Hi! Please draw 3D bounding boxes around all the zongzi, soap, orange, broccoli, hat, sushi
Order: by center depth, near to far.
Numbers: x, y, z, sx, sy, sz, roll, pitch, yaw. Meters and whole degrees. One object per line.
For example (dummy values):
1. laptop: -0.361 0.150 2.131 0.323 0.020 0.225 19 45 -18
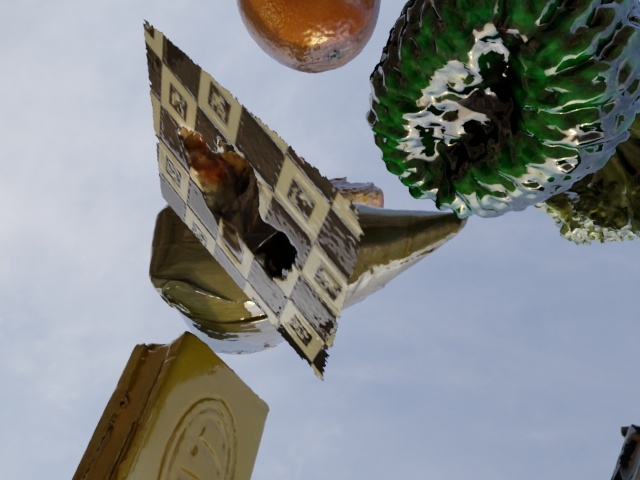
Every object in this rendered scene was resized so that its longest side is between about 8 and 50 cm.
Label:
1. sushi: -0.041 -0.030 0.448 0.210 0.040 0.192 45 -31 23
2. hat: 0.205 -0.196 0.657 0.242 0.332 0.274 47 -39 -7
3. soap: -0.184 0.287 0.799 0.096 0.204 0.324 -27 -152 27
4. broccoli: 0.402 -0.123 0.849 0.260 0.235 0.288 32 -110 31
5. orange: -0.014 -0.327 0.880 0.206 0.206 0.206 -12 -110 38
6. zongzi: -0.015 0.058 0.935 0.393 0.356 0.174 -6 -112 -3

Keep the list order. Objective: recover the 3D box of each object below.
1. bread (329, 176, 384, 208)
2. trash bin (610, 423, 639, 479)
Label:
1. bread: -0.021 -0.044 1.531 0.149 0.344 0.195 -138 -134 -58
2. trash bin: 0.443 0.307 0.525 0.368 0.256 0.296 -13 -66 47
